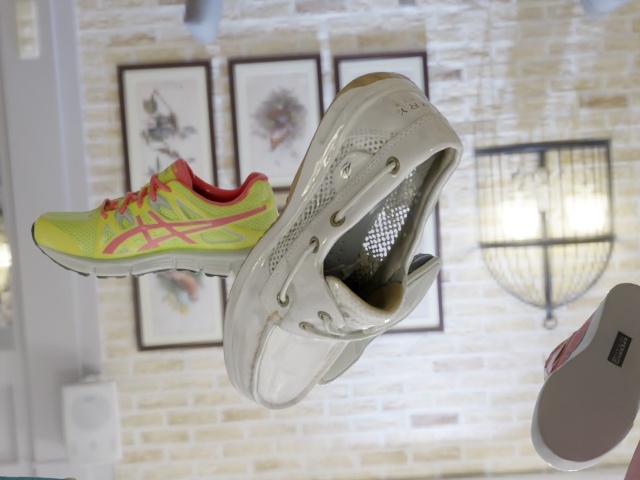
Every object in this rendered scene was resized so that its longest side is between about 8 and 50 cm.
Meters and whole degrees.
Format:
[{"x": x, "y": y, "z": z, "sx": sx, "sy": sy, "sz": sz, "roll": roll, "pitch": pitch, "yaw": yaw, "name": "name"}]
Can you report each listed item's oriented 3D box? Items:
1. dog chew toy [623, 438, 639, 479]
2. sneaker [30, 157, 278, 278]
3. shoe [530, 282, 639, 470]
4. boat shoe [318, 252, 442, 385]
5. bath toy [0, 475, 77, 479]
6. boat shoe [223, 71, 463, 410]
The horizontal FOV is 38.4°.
[{"x": 0.298, "y": 0.187, "z": 0.408, "sx": 0.332, "sy": 0.206, "sz": 0.207, "roll": 19, "pitch": -166, "yaw": 27, "name": "dog chew toy"}, {"x": -0.133, "y": -0.024, "z": 0.762, "sx": 0.209, "sy": 0.094, "sz": 0.081, "roll": -1, "pitch": -158, "yaw": -7, "name": "sneaker"}, {"x": 0.192, "y": 0.111, "z": 0.669, "sx": 0.063, "sy": 0.081, "sz": 0.178, "roll": 34, "pitch": -130, "yaw": 11, "name": "shoe"}, {"x": 0.060, "y": 0.090, "z": 1.227, "sx": 0.079, "sy": 0.095, "sz": 0.254, "roll": 36, "pitch": -116, "yaw": 30, "name": "boat shoe"}, {"x": -0.284, "y": 0.305, "z": 0.755, "sx": 0.151, "sy": 0.129, "sz": 0.348, "roll": 7, "pitch": 145, "yaw": -20, "name": "bath toy"}, {"x": 0.012, "y": 0.026, "z": 0.630, "sx": 0.098, "sy": 0.277, "sz": 0.096, "roll": -2, "pitch": -143, "yaw": -36, "name": "boat shoe"}]
